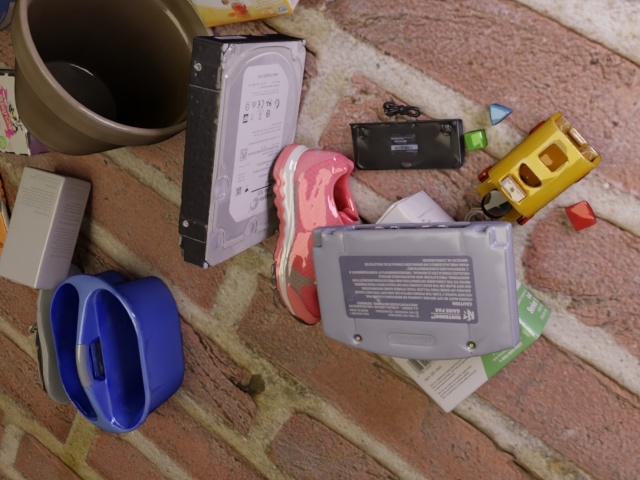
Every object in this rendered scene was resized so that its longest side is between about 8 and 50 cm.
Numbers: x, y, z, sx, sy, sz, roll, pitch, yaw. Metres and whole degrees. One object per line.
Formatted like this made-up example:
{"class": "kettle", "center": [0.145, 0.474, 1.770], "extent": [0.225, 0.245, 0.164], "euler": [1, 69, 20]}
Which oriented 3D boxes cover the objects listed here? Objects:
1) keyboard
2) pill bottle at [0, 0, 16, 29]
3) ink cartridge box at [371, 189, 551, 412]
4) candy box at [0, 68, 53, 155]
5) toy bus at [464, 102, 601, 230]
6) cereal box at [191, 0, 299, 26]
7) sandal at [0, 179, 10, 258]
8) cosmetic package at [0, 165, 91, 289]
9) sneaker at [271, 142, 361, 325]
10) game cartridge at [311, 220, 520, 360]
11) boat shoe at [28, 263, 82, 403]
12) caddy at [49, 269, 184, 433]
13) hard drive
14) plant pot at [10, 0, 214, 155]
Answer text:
{"class": "keyboard", "center": [0.131, -0.163, 1.077], "extent": [0.180, 0.023, 0.108], "euler": [2, 113, 27]}
{"class": "pill bottle", "center": [-0.681, -0.461, 1.273], "extent": [0.152, 0.272, 0.152], "euler": [9, 110, 26]}
{"class": "ink cartridge box", "center": [0.175, 0.090, 1.076], "extent": [0.278, 0.117, 0.201], "euler": [45, 121, 9]}
{"class": "candy box", "center": [-0.649, -0.268, 1.436], "extent": [0.196, 0.070, 0.164], "euler": [10, 110, 26]}
{"class": "toy bus", "center": [0.283, -0.084, 0.971], "extent": [0.191, 0.104, 0.202], "euler": [7, 109, 27]}
{"class": "cereal box", "center": [-0.154, -0.443, 1.052], "extent": [0.173, 0.047, 0.240], "euler": [1, 143, 29]}
{"class": "sandal", "center": [-0.754, -0.074, 1.551], "extent": [0.102, 0.076, 0.265], "euler": [-12, 100, 31]}
{"class": "cosmetic package", "center": [-0.560, -0.024, 1.412], "extent": [0.117, 0.085, 0.231], "euler": [16, 92, 25]}
{"class": "sneaker", "center": [0.000, 0.000, 1.145], "extent": [0.136, 0.116, 0.313], "euler": [5, 108, 26]}
{"class": "game cartridge", "center": [0.132, 0.073, 0.995], "extent": [0.294, 0.060, 0.195], "euler": [0, 101, 29]}
{"class": "boat shoe", "center": [-0.572, 0.197, 1.523], "extent": [0.105, 0.113, 0.306], "euler": [8, 104, 47]}
{"class": "caddy", "center": [-0.421, 0.219, 1.405], "extent": [0.241, 0.179, 0.341], "euler": [5, 108, 28]}
{"class": "hard drive", "center": [-0.120, -0.146, 1.092], "extent": [0.064, 0.237, 0.338], "euler": [19, 113, 22]}
{"class": "plant pot", "center": [-0.377, -0.278, 1.178], "extent": [0.280, 0.323, 0.323], "euler": [-23, 94, 49]}
